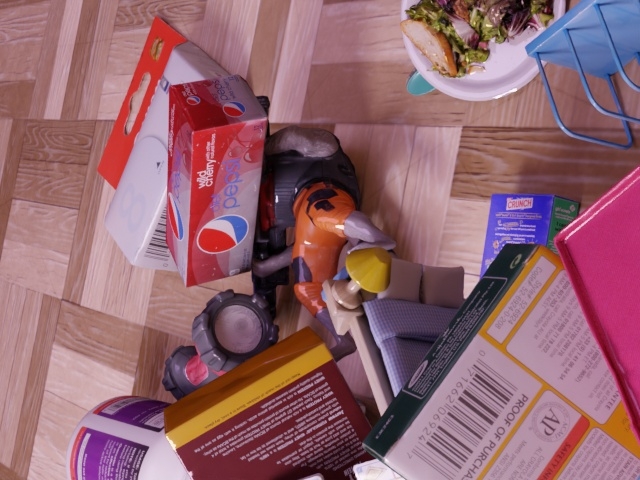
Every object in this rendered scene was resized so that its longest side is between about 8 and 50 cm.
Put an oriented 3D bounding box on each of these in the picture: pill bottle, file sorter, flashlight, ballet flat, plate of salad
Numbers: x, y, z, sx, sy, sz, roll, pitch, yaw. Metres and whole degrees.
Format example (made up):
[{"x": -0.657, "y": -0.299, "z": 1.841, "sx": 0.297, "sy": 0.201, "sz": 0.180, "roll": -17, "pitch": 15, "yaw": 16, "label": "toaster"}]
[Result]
[{"x": -0.197, "y": 0.310, "z": 1.593, "sx": 0.323, "sy": 0.182, "sz": 0.181, "roll": 1, "pitch": 81, "yaw": 54, "label": "pill bottle"}, {"x": 0.301, "y": -0.173, "z": 1.104, "sx": 0.170, "sy": 0.118, "sz": 0.104, "roll": -39, "pitch": 55, "yaw": 42, "label": "file sorter"}, {"x": -0.144, "y": 0.148, "z": 1.565, "sx": 0.304, "sy": 0.103, "sz": 0.103, "roll": 140, "pitch": 134, "yaw": -64, "label": "flashlight"}, {"x": 0.145, "y": -0.212, "z": 1.402, "sx": 0.114, "sy": 0.041, "sz": 0.041, "roll": -38, "pitch": 51, "yaw": 42, "label": "ballet flat"}, {"x": 0.170, "y": -0.253, "z": 1.314, "sx": 0.200, "sy": 0.048, "sz": 0.199, "roll": 3, "pitch": 95, "yaw": 33, "label": "plate of salad"}]

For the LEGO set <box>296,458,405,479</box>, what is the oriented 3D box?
[{"x": 0.069, "y": 0.306, "z": 1.175, "sx": 0.244, "sy": 0.060, "sz": 0.182, "roll": -20, "pitch": 93, "yaw": 18, "label": "LEGO set"}]

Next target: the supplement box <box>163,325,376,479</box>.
[{"x": -0.040, "y": 0.230, "z": 1.296, "sx": 0.194, "sy": 0.191, "sz": 0.129, "roll": 61, "pitch": 175, "yaw": -7, "label": "supplement box"}]

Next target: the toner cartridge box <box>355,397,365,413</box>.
[{"x": -0.062, "y": 0.345, "z": 1.403, "sx": 0.075, "sy": 0.165, "sz": 0.347, "roll": -179, "pitch": 99, "yaw": -83, "label": "toner cartridge box"}]

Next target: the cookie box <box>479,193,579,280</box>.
[{"x": 0.213, "y": 0.007, "z": 1.235, "sx": 0.092, "sy": 0.040, "sz": 0.107, "roll": 5, "pitch": 85, "yaw": 55, "label": "cookie box"}]

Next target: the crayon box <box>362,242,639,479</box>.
[{"x": 0.222, "y": 0.178, "z": 0.944, "sx": 0.203, "sy": 0.323, "sz": 0.083, "roll": -53, "pitch": 8, "yaw": -7, "label": "crayon box"}]

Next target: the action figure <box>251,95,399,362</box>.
[{"x": 0.000, "y": 0.000, "z": 1.485, "sx": 0.341, "sy": 0.179, "sz": 0.330, "roll": 93, "pitch": 164, "yaw": -44, "label": "action figure"}]

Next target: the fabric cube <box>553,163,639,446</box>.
[{"x": 0.369, "y": 0.051, "z": 0.823, "sx": 0.254, "sy": 0.258, "sz": 0.259, "roll": -43, "pitch": 49, "yaw": 38, "label": "fabric cube"}]

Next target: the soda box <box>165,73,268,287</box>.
[{"x": -0.127, "y": -0.066, "z": 1.404, "sx": 0.263, "sy": 0.092, "sz": 0.083, "roll": 100, "pitch": 150, "yaw": -47, "label": "soda box"}]

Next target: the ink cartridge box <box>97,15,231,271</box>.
[{"x": -0.276, "y": -0.173, "z": 1.919, "sx": 0.385, "sy": 0.091, "sz": 0.308, "roll": 44, "pitch": 116, "yaw": 49, "label": "ink cartridge box"}]

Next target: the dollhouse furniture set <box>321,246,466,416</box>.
[{"x": 0.186, "y": 0.117, "z": 1.017, "sx": 0.198, "sy": 0.303, "sz": 0.286, "roll": -49, "pitch": 45, "yaw": 36, "label": "dollhouse furniture set"}]
